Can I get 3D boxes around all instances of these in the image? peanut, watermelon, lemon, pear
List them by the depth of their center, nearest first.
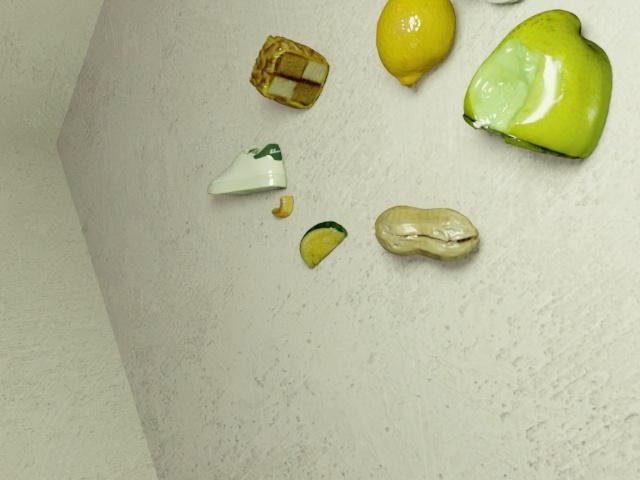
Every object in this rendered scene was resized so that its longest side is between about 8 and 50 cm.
[{"bbox_3d":[0.427,-0.312,1.117,0.292,0.159,0.293,-6,82,47],"label":"pear"},{"bbox_3d":[0.219,-0.481,1.328,0.187,0.186,0.244,37,126,42],"label":"lemon"},{"bbox_3d":[0.238,-0.019,1.344,0.290,0.130,0.130,6,94,46],"label":"peanut"},{"bbox_3d":[0.000,-0.008,1.677,0.092,0.075,0.181,36,128,-8],"label":"watermelon"}]

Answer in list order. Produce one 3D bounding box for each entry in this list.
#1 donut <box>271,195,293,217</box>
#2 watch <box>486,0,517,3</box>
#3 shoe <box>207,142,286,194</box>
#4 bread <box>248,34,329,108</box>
[{"bbox_3d":[-0.124,-0.106,1.813,0.083,0.037,0.067,-3,90,46],"label":"donut"},{"bbox_3d":[0.322,-0.618,1.184,0.196,0.231,0.244,-31,64,41],"label":"watch"},{"bbox_3d":[-0.256,-0.235,1.898,0.362,0.131,0.160,-3,88,44],"label":"shoe"},{"bbox_3d":[-0.089,-0.477,1.647,0.096,0.222,0.182,50,120,35],"label":"bread"}]
